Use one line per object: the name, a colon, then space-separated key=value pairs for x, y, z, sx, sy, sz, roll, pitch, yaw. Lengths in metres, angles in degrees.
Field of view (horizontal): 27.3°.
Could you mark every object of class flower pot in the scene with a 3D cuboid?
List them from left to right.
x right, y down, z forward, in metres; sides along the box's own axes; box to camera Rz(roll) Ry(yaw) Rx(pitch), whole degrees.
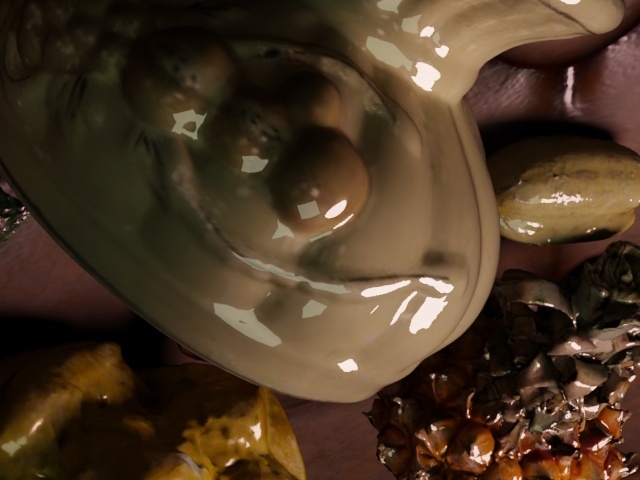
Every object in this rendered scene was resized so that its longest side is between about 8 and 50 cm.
flower pot: x=-0.003 y=-0.097 z=0.677 sx=0.307 sy=0.307 sz=0.244 roll=20 pitch=116 yaw=-45

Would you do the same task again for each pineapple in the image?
pineapple: x=0.200 y=0.102 z=1.103 sx=0.262 sy=0.262 sz=0.272 roll=-2 pitch=144 yaw=-24

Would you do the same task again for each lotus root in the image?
lotus root: x=0.180 y=-0.040 z=1.032 sx=0.183 sy=0.077 sz=0.090 roll=-4 pitch=138 yaw=-27

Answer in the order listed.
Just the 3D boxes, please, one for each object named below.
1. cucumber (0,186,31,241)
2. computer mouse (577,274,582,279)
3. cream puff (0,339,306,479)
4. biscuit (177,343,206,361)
cucumber: x=-0.323 y=-0.016 z=0.819 sx=0.300 sy=0.072 sz=0.072 roll=4 pitch=142 yaw=-31
computer mouse: x=0.308 y=0.073 z=1.287 sx=0.106 sy=0.062 sz=0.192 roll=-29 pitch=145 yaw=16
cream puff: x=-0.180 y=0.190 z=1.078 sx=0.274 sy=0.270 sz=0.323 roll=47 pitch=136 yaw=-15
biscuit: x=-0.007 y=-0.003 z=1.026 sx=0.183 sy=0.047 sz=0.320 roll=-6 pitch=146 yaw=-23
